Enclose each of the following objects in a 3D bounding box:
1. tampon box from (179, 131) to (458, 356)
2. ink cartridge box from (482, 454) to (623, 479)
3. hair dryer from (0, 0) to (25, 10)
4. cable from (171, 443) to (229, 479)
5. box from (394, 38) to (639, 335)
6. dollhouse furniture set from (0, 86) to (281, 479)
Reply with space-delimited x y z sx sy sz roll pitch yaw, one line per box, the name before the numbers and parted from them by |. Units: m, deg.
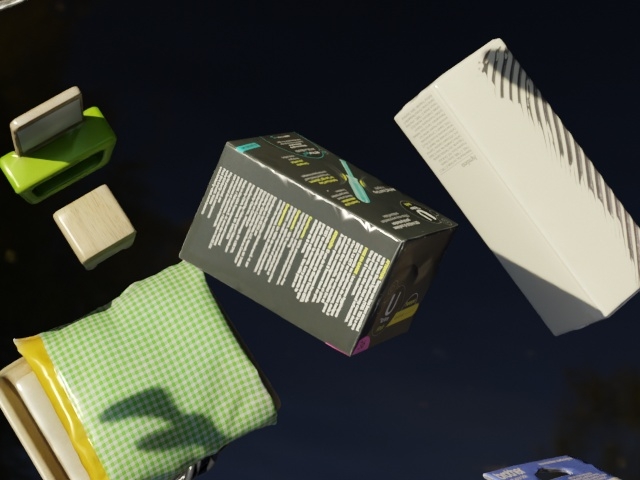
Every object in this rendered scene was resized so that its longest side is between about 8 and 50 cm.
tampon box | 0.000 0.000 1.205 0.161 0.120 0.101 30 108 19
ink cartridge box | 0.290 0.277 1.292 0.311 0.065 0.186 30 -165 29
hair dryer | -0.209 -0.329 1.174 0.293 0.080 0.223 -40 91 10
cable | -0.144 0.158 1.477 0.150 0.184 0.047 51 171 -17
box | 0.200 -0.049 1.517 0.275 0.094 0.113 54 158 -1
dollhouse furniture set | -0.182 0.051 1.233 0.198 0.301 0.151 -31 170 -13
